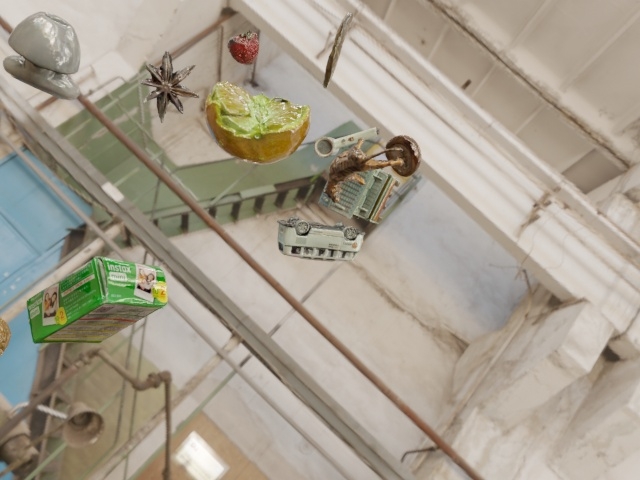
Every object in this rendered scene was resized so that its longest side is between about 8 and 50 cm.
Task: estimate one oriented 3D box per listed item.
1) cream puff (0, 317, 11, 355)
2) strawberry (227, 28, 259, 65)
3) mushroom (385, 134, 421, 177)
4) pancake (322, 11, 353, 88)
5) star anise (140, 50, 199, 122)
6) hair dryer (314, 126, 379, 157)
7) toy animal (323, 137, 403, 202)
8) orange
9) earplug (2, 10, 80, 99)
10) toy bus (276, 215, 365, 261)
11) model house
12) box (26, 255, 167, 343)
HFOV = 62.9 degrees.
[{"bbox_3d":[-0.766,0.214,1.163,0.103,0.143,0.126,-134,-145,-75],"label":"cream puff"},{"bbox_3d":[-0.227,-0.571,1.568,0.106,0.106,0.106,35,-27,21],"label":"strawberry"},{"bbox_3d":[0.228,-0.230,1.422,0.123,0.052,0.123,42,-33,36],"label":"mushroom"},{"bbox_3d":[0.052,-0.603,1.663,0.031,0.250,0.250,19,-26,-4],"label":"pancake"},{"bbox_3d":[-0.461,-0.474,1.605,0.061,0.180,0.205,-126,-155,-58],"label":"star anise"},{"bbox_3d":[0.101,-0.364,1.882,0.236,0.131,0.073,-18,-84,16],"label":"hair dryer"},{"bbox_3d":[0.101,-0.194,1.296,0.255,0.116,0.114,-25,-84,55],"label":"toy animal"},{"bbox_3d":[-0.145,-0.255,1.184,0.237,0.179,0.159,9,-60,-9],"label":"orange"},{"bbox_3d":[-0.799,-0.521,1.526,0.214,0.175,0.325,22,-25,-23],"label":"earplug"},{"bbox_3d":[0.000,0.000,1.154,0.087,0.193,0.089,-154,-109,-68],"label":"toy bus"},{"bbox_3d":[0.133,-0.189,1.887,0.198,0.224,0.215,33,9,39],"label":"model house"},{"bbox_3d":[-0.459,0.130,1.085,0.180,0.250,0.103,20,47,-60],"label":"box"}]
